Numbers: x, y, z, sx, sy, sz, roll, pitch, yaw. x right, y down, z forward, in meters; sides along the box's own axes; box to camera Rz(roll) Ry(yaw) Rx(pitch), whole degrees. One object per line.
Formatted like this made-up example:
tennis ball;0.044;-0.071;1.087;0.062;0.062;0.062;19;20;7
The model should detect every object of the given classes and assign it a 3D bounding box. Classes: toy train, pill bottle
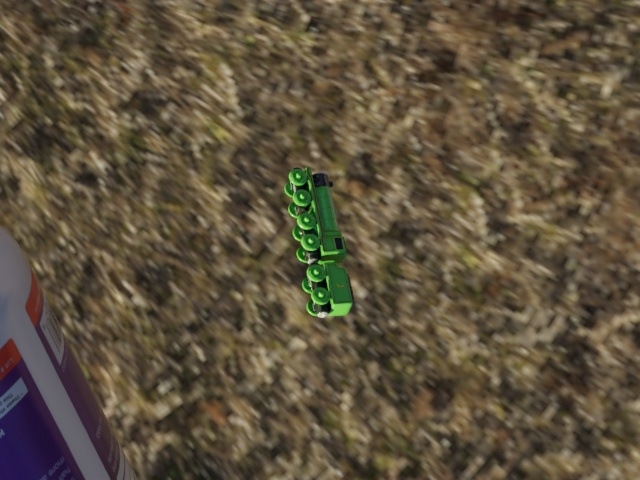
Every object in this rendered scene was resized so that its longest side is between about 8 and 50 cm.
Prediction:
toy train;0.000;0.000;0.971;0.024;0.017;0.083;-3;61;-14
pill bottle;-0.219;0.152;1.278;0.181;0.181;0.323;-27;123;-9
